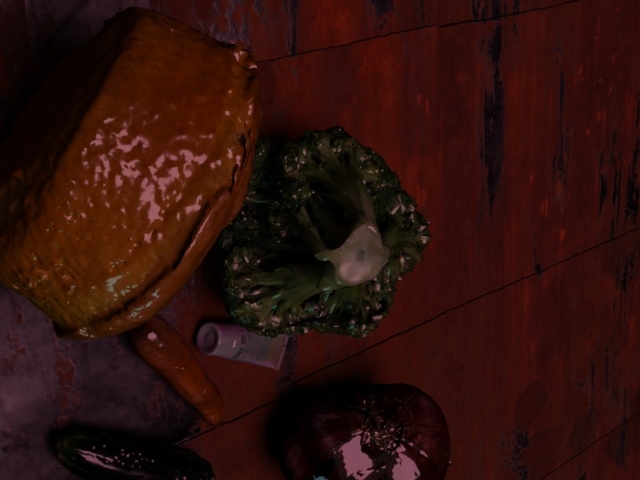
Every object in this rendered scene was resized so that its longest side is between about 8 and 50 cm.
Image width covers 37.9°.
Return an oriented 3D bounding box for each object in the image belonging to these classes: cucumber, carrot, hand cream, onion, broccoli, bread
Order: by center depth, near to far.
[{"bbox_3d":[-0.214,-0.075,0.969,0.204,0.358,0.337,37,58,-24],"label":"bread"},{"bbox_3d":[-0.245,0.297,1.237,0.241,0.074,0.075,28,85,-42],"label":"cucumber"},{"bbox_3d":[0.000,0.000,1.238,0.307,0.275,0.308,-4,107,-13],"label":"broccoli"},{"bbox_3d":[-0.184,0.183,1.269,0.059,0.059,0.248,-48,133,-20],"label":"carrot"},{"bbox_3d":[-0.103,0.148,1.340,0.174,0.047,0.076,13,94,-52],"label":"hand cream"},{"bbox_3d":[0.061,0.325,1.432,0.280,0.281,0.221,18,48,-44],"label":"onion"}]
